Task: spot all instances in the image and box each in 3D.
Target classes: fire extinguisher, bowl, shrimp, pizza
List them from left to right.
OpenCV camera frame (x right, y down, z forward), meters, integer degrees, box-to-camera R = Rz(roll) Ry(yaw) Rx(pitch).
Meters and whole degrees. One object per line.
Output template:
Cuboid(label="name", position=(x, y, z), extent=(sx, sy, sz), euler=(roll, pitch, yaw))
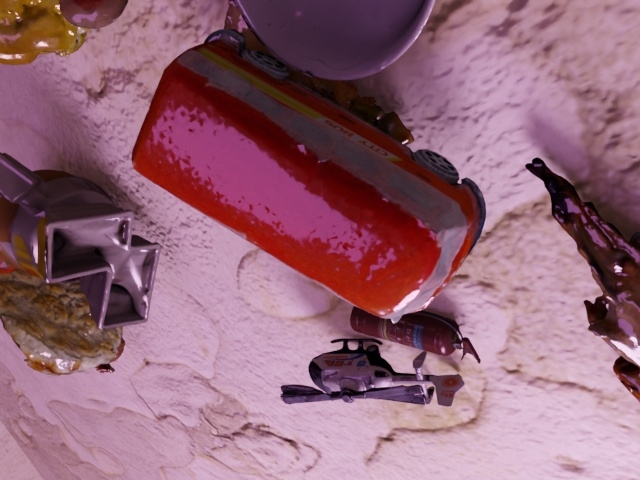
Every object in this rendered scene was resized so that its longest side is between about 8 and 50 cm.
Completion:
Cuboid(label="pizza", position=(-0.021, -0.103, 0.587), extent=(0.226, 0.069, 0.147), euler=(47, 121, -2))
Cuboid(label="bowl", position=(0.020, -0.214, 0.463), extent=(0.189, 0.086, 0.188), euler=(23, 131, 30))
Cuboid(label="fire extinguisher", position=(0.093, 0.086, 0.657), extent=(0.132, 0.039, 0.056), euler=(10, 134, 39))
Cuboid(label="shrimp", position=(0.222, 0.059, 0.494), extent=(0.262, 0.066, 0.117), euler=(47, 140, 8))

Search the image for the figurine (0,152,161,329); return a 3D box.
Cuboid(label="figurine", position=(-0.364, -0.011, 0.913), extent=(0.285, 0.167, 0.342), euler=(26, 136, 34))

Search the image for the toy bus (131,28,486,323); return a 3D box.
Cuboid(label="toy bus", position=(-0.008, -0.042, 0.500), extent=(0.265, 0.120, 0.121), euler=(32, 115, 3))

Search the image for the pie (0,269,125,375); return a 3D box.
Cuboid(label="pie", position=(-0.428, 0.098, 1.028), extent=(0.274, 0.105, 0.257), euler=(49, -176, 9))

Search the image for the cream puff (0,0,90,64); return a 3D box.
Cuboid(label="cream puff", position=(-0.323, -0.274, 0.674), extent=(0.221, 0.195, 0.194), euler=(46, 140, 12))

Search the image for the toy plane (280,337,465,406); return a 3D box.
Cuboid(label="toy plane", position=(0.057, 0.147, 0.708), extent=(0.197, 0.078, 0.053), euler=(-2, 116, 28))

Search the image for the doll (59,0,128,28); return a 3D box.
Cuboid(label="doll", position=(-0.255, -0.330, 0.537), extent=(0.330, 0.174, 0.235), euler=(31, 99, 4))
